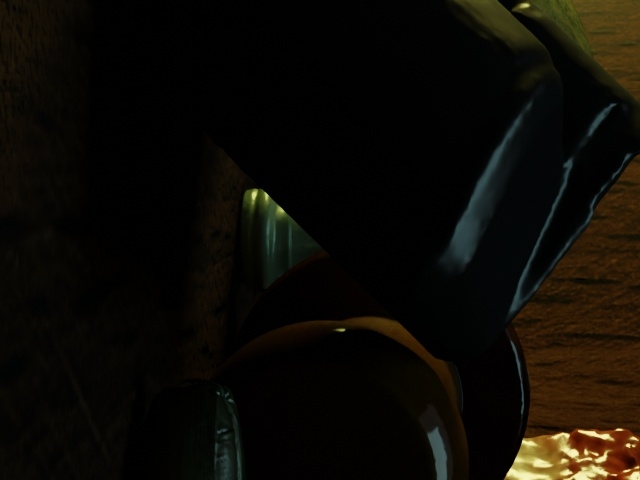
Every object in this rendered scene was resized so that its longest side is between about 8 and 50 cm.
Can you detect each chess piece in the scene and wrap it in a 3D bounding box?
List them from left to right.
[{"bbox_3d":[0.000,0.000,1.280,0.067,0.103,0.067,2,90,-87],"label":"chess piece"}]

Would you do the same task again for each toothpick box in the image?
[{"bbox_3d":[0.021,0.107,1.141,0.294,0.192,0.192,-37,130,-77],"label":"toothpick box"}]

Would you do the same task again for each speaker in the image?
[{"bbox_3d":[0.056,-0.069,0.918,0.184,0.180,0.388,-46,170,0],"label":"speaker"}]

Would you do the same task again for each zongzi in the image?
[{"bbox_3d":[-0.067,0.114,0.855,0.113,0.052,0.104,3,82,-73],"label":"zongzi"}]

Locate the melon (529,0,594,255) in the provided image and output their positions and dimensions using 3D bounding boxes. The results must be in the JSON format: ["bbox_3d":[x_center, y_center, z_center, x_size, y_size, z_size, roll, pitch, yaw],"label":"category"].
[{"bbox_3d":[0.087,-0.092,1.462,0.329,0.248,0.248,79,12,-45],"label":"melon"}]

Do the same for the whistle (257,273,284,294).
[{"bbox_3d":[-0.033,0.025,1.388,0.033,0.029,0.083,56,-1,-1],"label":"whistle"}]

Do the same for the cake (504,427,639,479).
[{"bbox_3d":[0.110,0.315,1.502,0.270,0.319,0.269,-85,176,-57],"label":"cake"}]
